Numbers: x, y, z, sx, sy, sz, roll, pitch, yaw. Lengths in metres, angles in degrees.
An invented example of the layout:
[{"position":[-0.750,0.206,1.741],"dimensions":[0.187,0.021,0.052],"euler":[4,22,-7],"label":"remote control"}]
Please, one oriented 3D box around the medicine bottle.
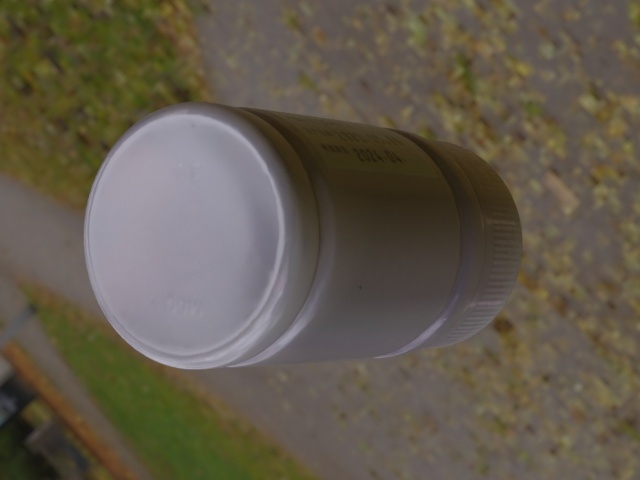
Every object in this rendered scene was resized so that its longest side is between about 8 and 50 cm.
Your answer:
[{"position":[0.000,0.000,0.988],"dimensions":[0.133,0.133,0.249],"euler":[42,-159,27],"label":"medicine bottle"}]
